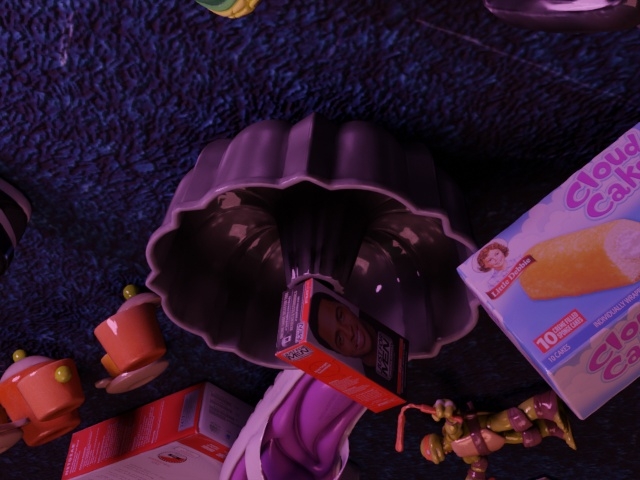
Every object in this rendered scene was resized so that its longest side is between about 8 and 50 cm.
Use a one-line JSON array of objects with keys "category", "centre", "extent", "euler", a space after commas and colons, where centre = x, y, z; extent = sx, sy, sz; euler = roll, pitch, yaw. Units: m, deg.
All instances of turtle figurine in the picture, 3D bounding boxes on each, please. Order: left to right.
[{"category": "turtle figurine", "centre": [0.226, 0.267, 1.348], "extent": [0.217, 0.087, 0.269], "euler": [-16, 130, 15]}]

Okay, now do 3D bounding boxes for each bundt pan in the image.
[{"category": "bundt pan", "centre": [0.000, 0.000, 0.987], "extent": [0.330, 0.124, 0.331], "euler": [3, 142, 2]}]

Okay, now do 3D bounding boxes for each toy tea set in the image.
[{"category": "toy tea set", "centre": [-0.313, 0.150, 1.241], "extent": [0.336, 0.124, 0.200], "euler": [-32, 167, 16]}]

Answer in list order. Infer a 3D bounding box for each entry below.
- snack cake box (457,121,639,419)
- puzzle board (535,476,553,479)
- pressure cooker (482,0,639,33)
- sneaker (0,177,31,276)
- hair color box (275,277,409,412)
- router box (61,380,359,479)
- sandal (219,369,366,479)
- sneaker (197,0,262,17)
[{"category": "snack cake box", "centre": [0.267, 0.005, 0.845], "extent": [0.264, 0.152, 0.089], "euler": [-39, 132, 3]}, {"category": "puzzle board", "centre": [0.359, 0.405, 1.580], "extent": [0.128, 0.011, 0.096], "euler": [29, 138, -28]}, {"category": "pressure cooker", "centre": [0.235, -0.255, 0.414], "extent": [0.420, 0.370, 0.375], "euler": [26, 135, -31]}, {"category": "sneaker", "centre": [-0.382, -0.038, 0.983], "extent": [0.079, 0.121, 0.217], "euler": [-23, 135, 31]}, {"category": "hair color box", "centre": [0.024, 0.102, 0.958], "extent": [0.043, 0.072, 0.141], "euler": [-27, 133, 37]}, {"category": "router box", "centre": [-0.159, 0.352, 1.511], "extent": [0.301, 0.082, 0.335], "euler": [-26, 134, 34]}, {"category": "sandal", "centre": [-0.031, 0.289, 1.307], "extent": [0.169, 0.102, 0.416], "euler": [5, 128, -17]}, {"category": "sneaker", "centre": [-0.067, -0.263, 0.654], "extent": [0.123, 0.109, 0.295], "euler": [9, 144, -12]}]
